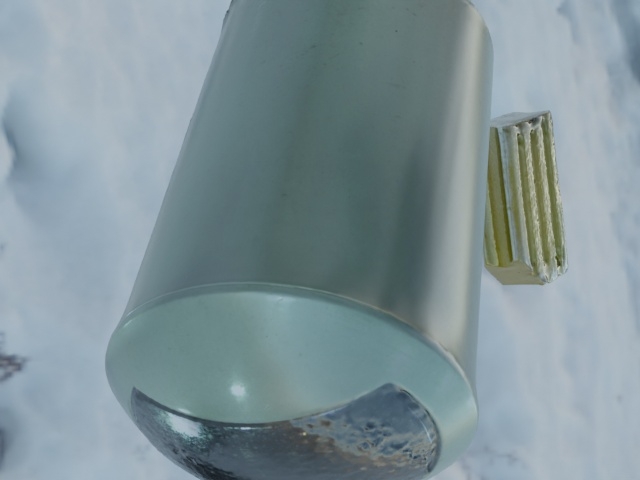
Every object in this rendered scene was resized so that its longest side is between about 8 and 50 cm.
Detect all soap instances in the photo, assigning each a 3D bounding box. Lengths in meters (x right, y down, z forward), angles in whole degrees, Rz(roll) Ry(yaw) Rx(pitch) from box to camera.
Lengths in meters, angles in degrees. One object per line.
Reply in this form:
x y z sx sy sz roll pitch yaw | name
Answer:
0.270 -0.052 1.990 0.140 0.073 0.232 -22 108 -50 | soap

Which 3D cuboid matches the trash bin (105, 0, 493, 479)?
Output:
0.000 0.000 1.178 0.280 0.280 0.432 44 43 -37 | trash bin
